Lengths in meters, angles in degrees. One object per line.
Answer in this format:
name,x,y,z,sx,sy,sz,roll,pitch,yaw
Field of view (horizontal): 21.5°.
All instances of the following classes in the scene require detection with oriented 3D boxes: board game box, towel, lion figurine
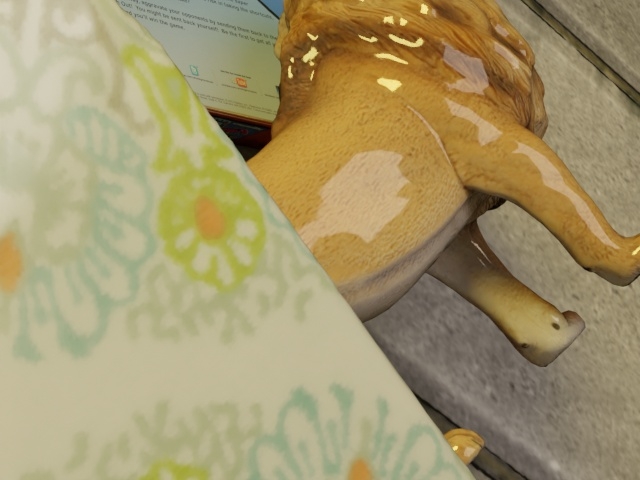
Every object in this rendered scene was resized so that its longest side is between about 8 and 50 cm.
board game box,-0.028,-0.114,0.965,0.281,0.027,0.145,10,55,-44
towel,-0.107,0.109,0.537,0.320,0.090,0.374,-46,107,-36
lion figurine,0.000,0.000,0.791,0.240,0.142,0.392,43,47,6
